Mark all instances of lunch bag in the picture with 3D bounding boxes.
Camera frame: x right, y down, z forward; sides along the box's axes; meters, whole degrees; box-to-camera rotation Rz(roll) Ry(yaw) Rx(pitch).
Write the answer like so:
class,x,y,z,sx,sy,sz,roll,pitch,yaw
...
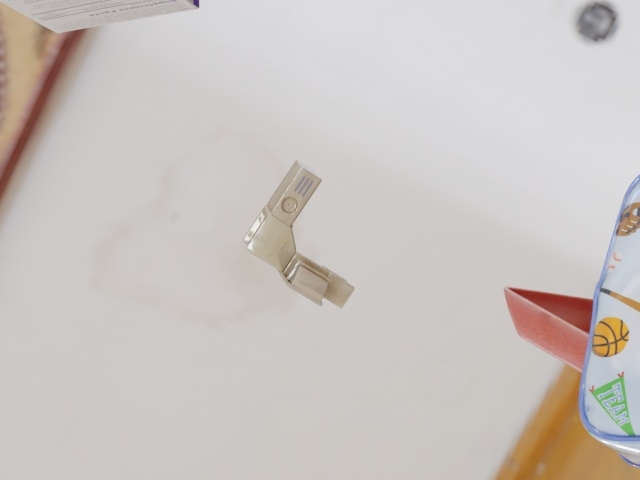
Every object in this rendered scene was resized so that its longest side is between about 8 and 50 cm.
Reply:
class,x,y,z,sx,sy,sz,roll,pitch,yaw
lunch bag,0.367,0.072,1.693,0.243,0.115,0.303,-3,64,35

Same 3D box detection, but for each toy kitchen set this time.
class,x,y,z,sx,sy,sz,roll,pitch,yaw
toy kitchen set,0.000,0.000,1.370,0.075,0.083,0.068,-56,14,6

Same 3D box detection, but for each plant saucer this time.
class,x,y,z,sx,sy,sz,roll,pitch,yaw
plant saucer,0.344,0.133,2.051,0.258,0.259,0.047,31,102,31

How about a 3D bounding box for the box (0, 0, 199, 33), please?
class,x,y,z,sx,sy,sz,roll,pitch,yaw
box,-0.174,-0.215,1.432,0.126,0.137,0.072,-7,77,20
